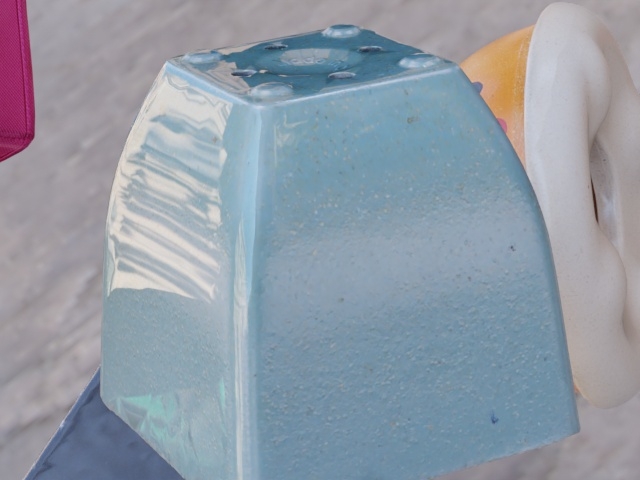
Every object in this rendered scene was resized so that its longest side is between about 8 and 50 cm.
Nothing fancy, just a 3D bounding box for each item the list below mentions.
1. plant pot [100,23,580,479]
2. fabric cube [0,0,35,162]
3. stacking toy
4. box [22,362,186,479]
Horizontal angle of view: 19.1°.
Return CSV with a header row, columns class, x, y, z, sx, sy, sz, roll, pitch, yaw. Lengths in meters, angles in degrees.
class,x,y,z,sx,sy,sz,roll,pitch,yaw
plant pot,0.000,0.000,1.233,0.248,0.252,0.247,-13,21,-25
fabric cube,-0.357,-0.162,1.144,0.254,0.259,0.258,-14,-11,38
stacking toy,0.049,-0.006,1.697,0.480,0.350,0.350,-8,29,20
box,-0.210,0.394,1.952,0.471,0.297,0.480,-56,-2,-10
